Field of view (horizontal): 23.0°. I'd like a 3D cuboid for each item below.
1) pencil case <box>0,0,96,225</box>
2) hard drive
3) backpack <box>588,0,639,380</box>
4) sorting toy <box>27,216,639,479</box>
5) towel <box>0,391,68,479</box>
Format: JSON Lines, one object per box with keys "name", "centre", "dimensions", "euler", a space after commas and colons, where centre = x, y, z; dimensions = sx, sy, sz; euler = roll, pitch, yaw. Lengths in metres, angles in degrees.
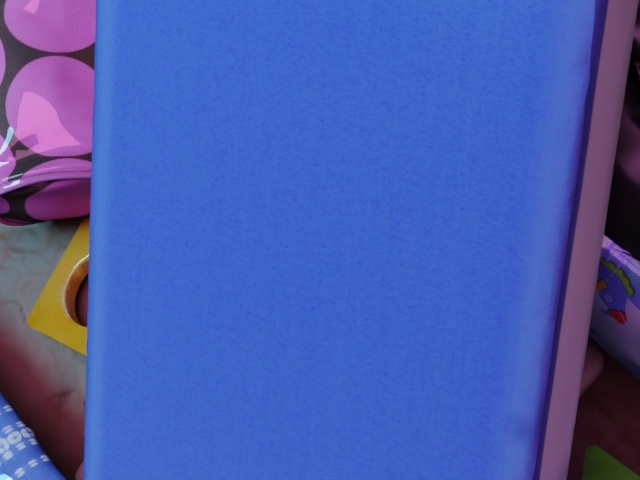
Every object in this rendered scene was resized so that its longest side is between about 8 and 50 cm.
{"name": "pencil case", "centre": [-0.127, -0.113, 0.777], "dimensions": [0.098, 0.095, 0.209], "euler": [-3, 77, -5]}
{"name": "hard drive", "centre": [0.000, 0.000, 0.573], "dimensions": [0.210, 0.040, 0.318], "euler": [20, 116, 33]}
{"name": "backpack", "centre": [0.102, -0.124, 0.654], "dimensions": [0.355, 0.273, 0.290], "euler": [34, 83, -1]}
{"name": "sorting toy", "centre": [0.006, 0.083, 0.702], "dimensions": [0.348, 0.047, 0.196], "euler": [37, 88, 35]}
{"name": "towel", "centre": [-0.188, 0.198, 0.662], "dimensions": [0.243, 0.040, 0.336], "euler": [-39, 61, -10]}
